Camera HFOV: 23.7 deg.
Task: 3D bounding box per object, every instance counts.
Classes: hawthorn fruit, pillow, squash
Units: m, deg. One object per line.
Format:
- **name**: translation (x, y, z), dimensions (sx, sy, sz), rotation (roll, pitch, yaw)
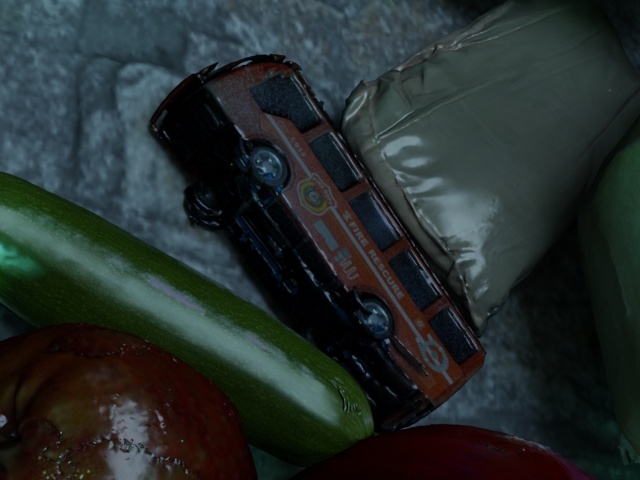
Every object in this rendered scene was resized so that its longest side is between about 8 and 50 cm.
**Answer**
- **hawthorn fruit**: translation (-0.096, 0.116, 0.726), dimensions (0.172, 0.148, 0.148), rotation (21, 56, -44)
- **pillow**: translation (0.129, -0.068, 0.995), dimensions (0.270, 0.067, 0.173), rotation (-33, 83, -39)
- **squash**: translation (-0.087, 0.040, 0.798), dimensions (0.318, 0.080, 0.071), rotation (34, 54, -15)

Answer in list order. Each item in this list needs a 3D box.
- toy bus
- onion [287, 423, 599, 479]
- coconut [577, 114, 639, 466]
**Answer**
- **toy bus**: translation (0.000, 0.000, 0.886), dimensions (0.096, 0.073, 0.235), rotation (-29, 85, -47)
- **onion**: translation (0.055, 0.217, 0.688), dimensions (0.276, 0.276, 0.276), rotation (14, 61, -27)
- **coconut**: translation (0.322, 0.013, 0.929), dimensions (0.352, 0.352, 0.352), rotation (14, 61, -27)
